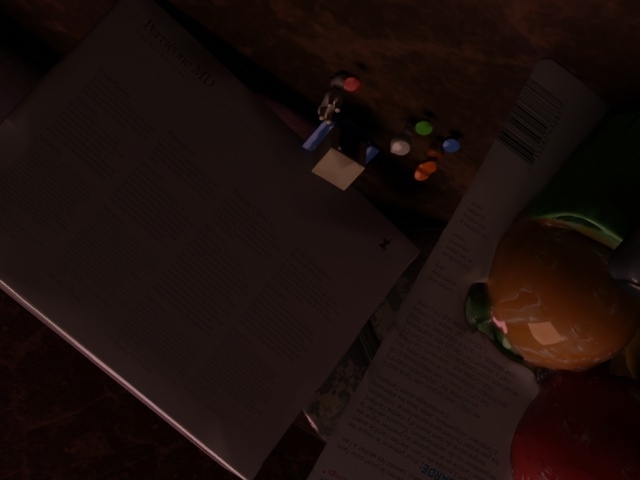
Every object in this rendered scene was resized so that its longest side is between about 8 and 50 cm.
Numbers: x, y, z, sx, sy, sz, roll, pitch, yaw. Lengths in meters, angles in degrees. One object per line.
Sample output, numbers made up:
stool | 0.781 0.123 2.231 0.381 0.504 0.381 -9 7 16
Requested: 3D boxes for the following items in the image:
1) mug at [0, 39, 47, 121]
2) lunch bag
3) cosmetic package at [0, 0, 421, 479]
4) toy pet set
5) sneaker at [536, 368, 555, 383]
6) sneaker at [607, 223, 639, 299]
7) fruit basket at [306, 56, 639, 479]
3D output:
mug | -0.413 -0.098 1.122 0.328 0.276 0.374 31 180 -27
lunch bag | 0.100 0.121 1.125 0.212 0.256 0.305 64 -177 28
cosmetic package | -0.130 -0.004 0.895 0.377 0.284 0.097 43 164 -13
toy pet set | 0.046 -0.101 0.871 0.122 0.065 0.114 30 129 -19
sneaker | 0.277 0.238 1.345 0.210 0.137 0.366 13 162 32
sneaker | 0.232 -0.061 0.523 0.098 0.083 0.224 42 120 -9
fruit basket | 0.202 0.099 0.689 0.327 0.353 0.165 30 178 -12
